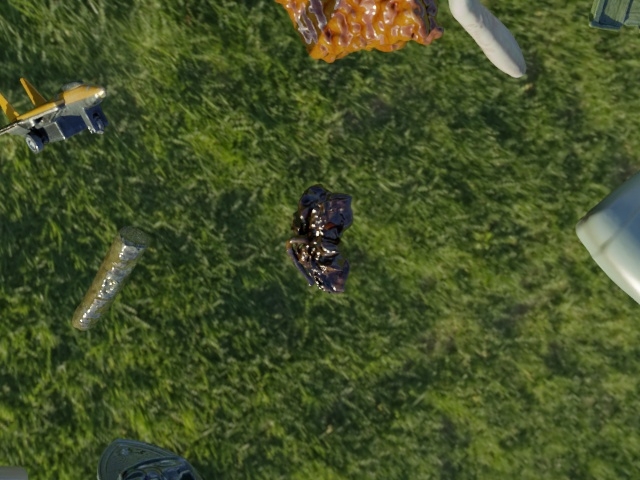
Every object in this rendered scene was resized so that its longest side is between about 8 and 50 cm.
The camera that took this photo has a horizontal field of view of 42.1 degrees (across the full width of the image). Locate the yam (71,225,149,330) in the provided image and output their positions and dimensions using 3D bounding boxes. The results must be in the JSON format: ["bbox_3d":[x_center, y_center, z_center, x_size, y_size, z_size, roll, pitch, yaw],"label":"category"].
[{"bbox_3d":[-0.383,0.075,1.503,0.061,0.061,0.274,11,135,-32],"label":"yam"}]

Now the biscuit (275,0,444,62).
[{"bbox_3d":[0.050,-0.480,1.508,0.110,0.312,0.318,-45,123,-39],"label":"biscuit"}]

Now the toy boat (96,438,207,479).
[{"bbox_3d":[-0.233,0.356,1.183,0.141,0.319,0.092,-6,106,-33],"label":"toy boat"}]

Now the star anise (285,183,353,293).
[{"bbox_3d":[0.000,0.000,1.647,0.126,0.190,0.220,-9,99,-32],"label":"star anise"}]

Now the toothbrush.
[{"bbox_3d":[0.084,-0.128,0.477,0.307,0.029,0.025,1,75,-67],"label":"toothbrush"}]

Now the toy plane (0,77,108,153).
[{"bbox_3d":[-0.389,-0.194,1.264,0.204,0.316,0.103,-38,121,-33],"label":"toy plane"}]

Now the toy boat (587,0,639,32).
[{"bbox_3d":[0.583,-0.393,1.397,0.293,0.055,0.093,-2,128,-10],"label":"toy boat"}]

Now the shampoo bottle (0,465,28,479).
[{"bbox_3d":[-0.761,0.540,1.801,0.127,0.078,0.257,-51,150,17],"label":"shampoo bottle"}]

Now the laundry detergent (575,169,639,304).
[{"bbox_3d":[0.529,0.075,1.074,0.264,0.398,0.124,-29,164,-41],"label":"laundry detergent"}]
